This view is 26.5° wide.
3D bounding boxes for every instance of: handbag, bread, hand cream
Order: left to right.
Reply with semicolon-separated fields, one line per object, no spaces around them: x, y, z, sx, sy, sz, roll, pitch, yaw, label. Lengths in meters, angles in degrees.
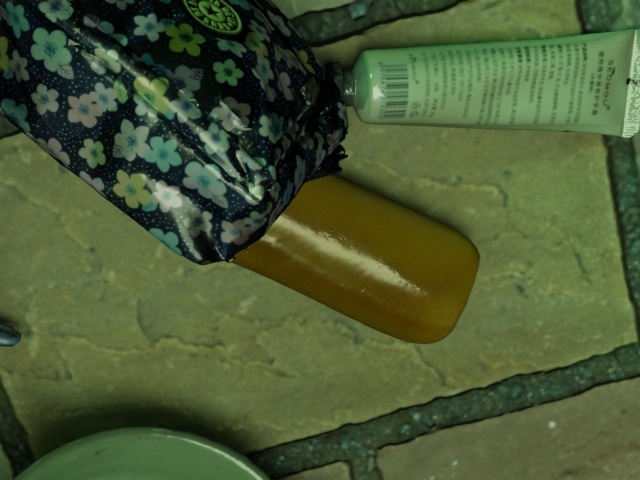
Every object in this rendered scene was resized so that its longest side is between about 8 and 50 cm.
-0.087;-0.100;0.843;0.229;0.208;0.127;38;120;-2;handbag
0.000;0.000;0.974;0.239;0.074;0.092;24;115;-15;bread
0.119;-0.110;0.956;0.234;0.050;0.080;-1;110;-10;hand cream

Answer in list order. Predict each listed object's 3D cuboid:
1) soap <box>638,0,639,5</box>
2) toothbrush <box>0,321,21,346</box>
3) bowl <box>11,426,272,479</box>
0.279;-0.221;0.900;0.160;0.080;0.257;-26;115;5;soap
-0.415;0.016;0.956;0.413;0.035;0.042;17;109;-13;toothbrush
-0.146;0.295;1.026;0.289;0.146;0.289;8;70;-22;bowl
